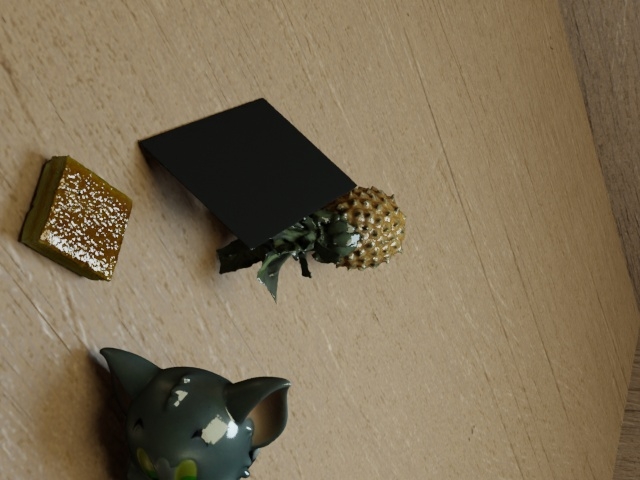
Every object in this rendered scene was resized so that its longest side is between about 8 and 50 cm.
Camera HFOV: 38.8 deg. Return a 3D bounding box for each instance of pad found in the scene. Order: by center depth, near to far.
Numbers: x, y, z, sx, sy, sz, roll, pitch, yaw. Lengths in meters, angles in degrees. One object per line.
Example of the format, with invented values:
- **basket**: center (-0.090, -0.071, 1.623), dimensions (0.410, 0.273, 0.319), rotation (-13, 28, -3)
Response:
- **pad**: center (-0.072, -0.085, 1.024), dimensions (0.170, 0.006, 0.245), rotation (44, 34, 8)

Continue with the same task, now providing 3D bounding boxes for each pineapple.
- **pineapple**: center (0.000, 0.000, 1.106), dimensions (0.277, 0.119, 0.130), rotation (-8, 76, -53)

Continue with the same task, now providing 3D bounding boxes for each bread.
- **bread**: center (-0.223, -0.019, 0.842), dimensions (0.094, 0.035, 0.090), rotation (40, 54, -50)

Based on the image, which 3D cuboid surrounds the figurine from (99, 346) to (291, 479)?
- **figurine**: center (-0.105, 0.228, 0.893), dimensions (0.265, 0.193, 0.140), rotation (70, 32, -47)
